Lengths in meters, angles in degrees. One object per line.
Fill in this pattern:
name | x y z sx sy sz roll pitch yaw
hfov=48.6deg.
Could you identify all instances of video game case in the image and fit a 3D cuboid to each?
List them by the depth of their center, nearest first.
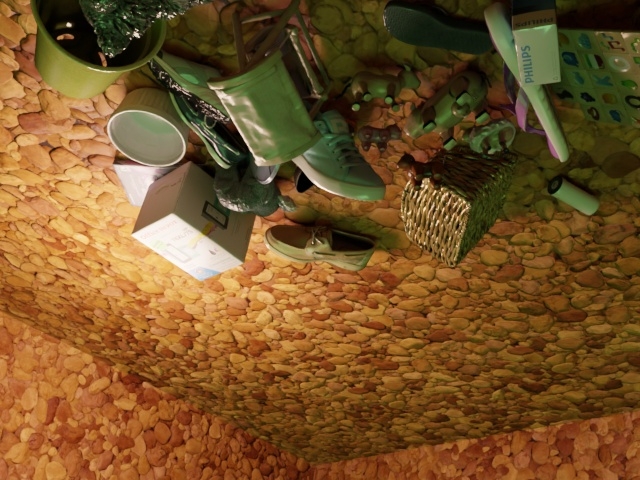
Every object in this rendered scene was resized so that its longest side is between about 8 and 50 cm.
video game case | -0.459 -0.162 2.110 0.275 0.026 0.196 5 144 9

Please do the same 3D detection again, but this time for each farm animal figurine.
farm animal figurine | 0.246 -0.298 1.639 0.327 0.172 0.330 -23 126 21

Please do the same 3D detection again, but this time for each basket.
basket | 0.359 -0.120 1.903 0.214 0.223 0.299 35 152 23

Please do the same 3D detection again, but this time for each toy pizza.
toy pizza | -0.126 -0.241 1.779 0.032 0.201 0.201 3 150 -29

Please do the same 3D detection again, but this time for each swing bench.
swing bench | -0.099 -0.344 1.567 0.165 0.254 0.253 -6 142 21

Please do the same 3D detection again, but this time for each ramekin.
ramekin | -0.437 -0.300 1.840 0.207 0.109 0.207 7 144 5

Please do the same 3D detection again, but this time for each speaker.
speaker | 0.666 -0.117 1.861 0.136 0.055 0.055 25 142 -19

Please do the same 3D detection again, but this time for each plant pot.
plant pot | -0.513 -0.443 1.561 0.276 0.276 0.254 27 152 -22

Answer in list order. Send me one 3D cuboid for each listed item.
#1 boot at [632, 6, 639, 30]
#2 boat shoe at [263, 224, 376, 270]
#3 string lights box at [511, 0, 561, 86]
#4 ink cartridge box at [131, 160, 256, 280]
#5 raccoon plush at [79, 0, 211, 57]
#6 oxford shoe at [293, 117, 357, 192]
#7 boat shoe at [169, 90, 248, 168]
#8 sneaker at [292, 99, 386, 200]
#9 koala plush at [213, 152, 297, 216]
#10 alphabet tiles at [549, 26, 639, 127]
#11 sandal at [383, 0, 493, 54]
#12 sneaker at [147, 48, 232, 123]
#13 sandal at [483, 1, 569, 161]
boot | 0.740 -0.339 1.388 0.284 0.220 0.109 28 138 -24
boat shoe | 0.000 0.000 2.150 0.341 0.121 0.110 10 141 -17
string lights box | 0.401 -0.426 1.322 0.077 0.259 0.133 -4 143 20
ink cartridge box | -0.361 -0.052 2.047 0.198 0.197 0.270 -22 133 36
raccoon plush | -0.248 -0.502 1.348 0.447 0.299 0.216 -1 143 15
oxford shoe | 0.013 -0.216 1.851 0.097 0.098 0.271 22 143 -16
boat shoe | -0.283 -0.298 1.803 0.079 0.095 0.254 -28 110 23
sneaker | 0.025 -0.223 1.670 0.135 0.366 0.150 -15 130 -39
koala plush | -0.177 -0.136 1.954 0.196 0.203 0.221 -2 154 18
alphabet tiles | 0.607 -0.329 1.458 0.343 0.011 0.285 23 163 49
sandal | 0.247 -0.456 1.510 0.255 0.054 0.097 11 153 -18
sneaker | -0.305 -0.393 1.703 0.272 0.108 0.100 34 166 -6
sandal | 0.429 -0.331 1.531 0.102 0.169 0.416 -20 128 26
